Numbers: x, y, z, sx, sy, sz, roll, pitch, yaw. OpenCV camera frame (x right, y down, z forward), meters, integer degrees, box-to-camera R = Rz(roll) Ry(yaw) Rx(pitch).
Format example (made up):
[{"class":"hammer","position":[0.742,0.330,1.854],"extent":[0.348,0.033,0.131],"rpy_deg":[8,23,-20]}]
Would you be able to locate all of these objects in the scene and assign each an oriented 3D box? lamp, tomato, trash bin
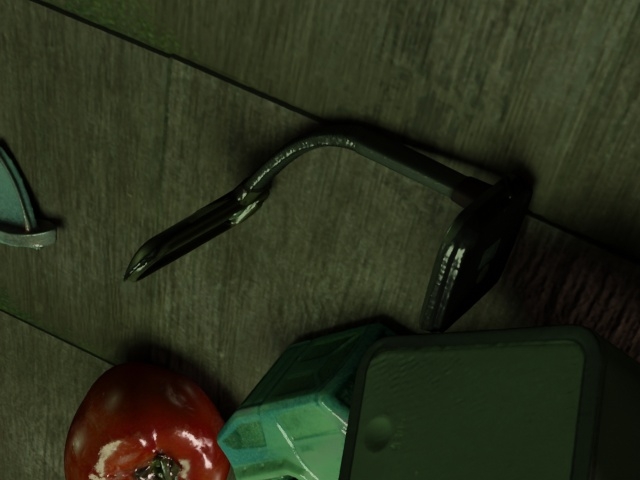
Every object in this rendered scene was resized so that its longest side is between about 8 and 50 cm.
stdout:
[{"class":"lamp","position":[-0.002,-0.007,1.209],"extent":[0.283,0.203,0.124],"rpy_deg":[15,123,28]},{"class":"tomato","position":[-0.180,0.211,1.647],"extent":[0.187,0.151,0.187],"rpy_deg":[-5,118,-9]},{"class":"trash bin","position":[0.206,0.200,1.237],"extent":[0.223,0.158,0.343],"rpy_deg":[-7,154,41]}]

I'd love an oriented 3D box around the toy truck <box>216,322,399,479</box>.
[{"class":"toy truck","position":[0.042,0.171,1.427],"extent":[0.279,0.155,0.156],"rpy_deg":[-19,114,48]}]

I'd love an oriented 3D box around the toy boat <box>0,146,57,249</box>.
[{"class":"toy boat","position":[-0.307,-0.051,1.521],"extent":[0.096,0.034,0.122],"rpy_deg":[8,131,29]}]
